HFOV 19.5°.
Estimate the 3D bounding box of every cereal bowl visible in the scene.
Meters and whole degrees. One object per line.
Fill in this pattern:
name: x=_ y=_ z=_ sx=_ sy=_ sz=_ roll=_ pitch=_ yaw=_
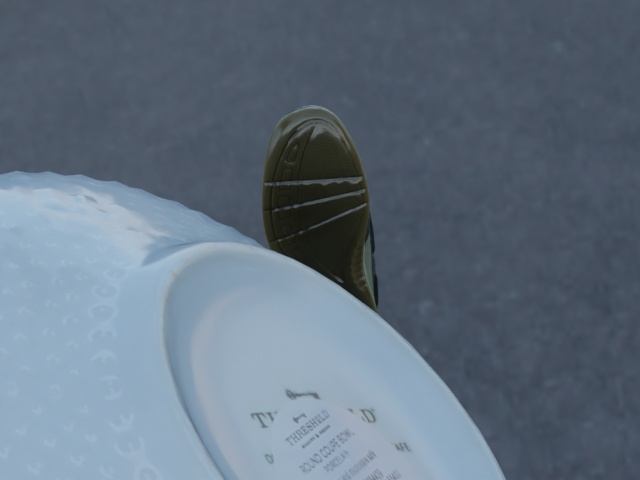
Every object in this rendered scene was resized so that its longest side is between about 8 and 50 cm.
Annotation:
cereal bowl: x=-0.036 y=0.103 z=0.608 sx=0.141 sy=0.339 sz=0.339 roll=-44 pitch=20 yaw=24

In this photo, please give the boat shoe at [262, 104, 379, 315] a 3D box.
boat shoe: x=0.000 y=0.000 z=0.948 sx=0.056 sy=0.152 sz=0.049 roll=-8 pitch=23 yaw=-3
